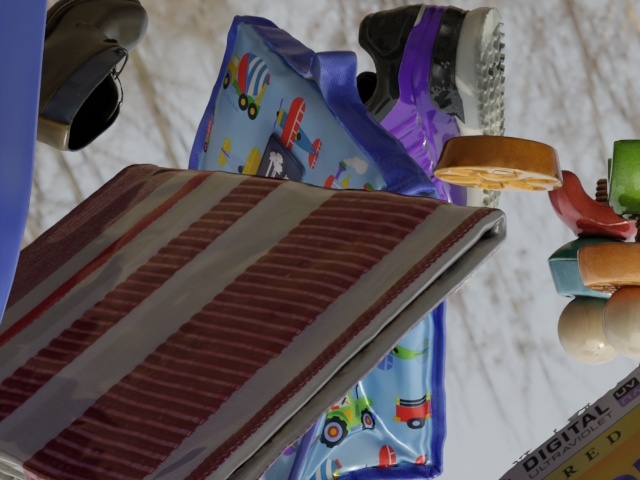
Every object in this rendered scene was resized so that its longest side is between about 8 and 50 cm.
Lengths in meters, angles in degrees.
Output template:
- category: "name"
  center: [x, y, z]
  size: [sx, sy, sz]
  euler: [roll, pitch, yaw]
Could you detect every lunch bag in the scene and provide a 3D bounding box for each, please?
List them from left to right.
- category: "lunch bag"
  center: [0.000, 0.000, 1.136]
  size: [0.138, 0.293, 0.221]
  euler: [-11, -140, -26]

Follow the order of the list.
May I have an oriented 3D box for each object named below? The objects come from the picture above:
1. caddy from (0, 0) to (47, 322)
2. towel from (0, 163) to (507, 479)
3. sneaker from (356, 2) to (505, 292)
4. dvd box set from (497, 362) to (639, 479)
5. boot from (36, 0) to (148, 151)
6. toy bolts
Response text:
- category: "caddy"
  center: [-0.222, -0.038, 0.554]
  size: [0.241, 0.179, 0.341]
  euler: [-40, -141, 38]
- category: "towel"
  center: [-0.085, 0.045, 0.864]
  size: [0.237, 0.037, 0.329]
  euler: [-42, -151, -26]
- category: "sneaker"
  center: [0.083, -0.086, 1.456]
  size: [0.146, 0.293, 0.102]
  euler: [9, -139, 14]
- category: "dvd box set"
  center: [0.141, 0.203, 0.562]
  size: [0.307, 0.062, 0.420]
  euler: [-40, -155, 7]
- category: "boot"
  center: [-0.168, -0.118, 1.206]
  size: [0.106, 0.082, 0.219]
  euler: [23, -144, 23]
- category: "toy bolts"
  center: [0.198, 0.016, 1.320]
  size: [0.218, 0.159, 0.228]
  euler: [5, 173, 10]
